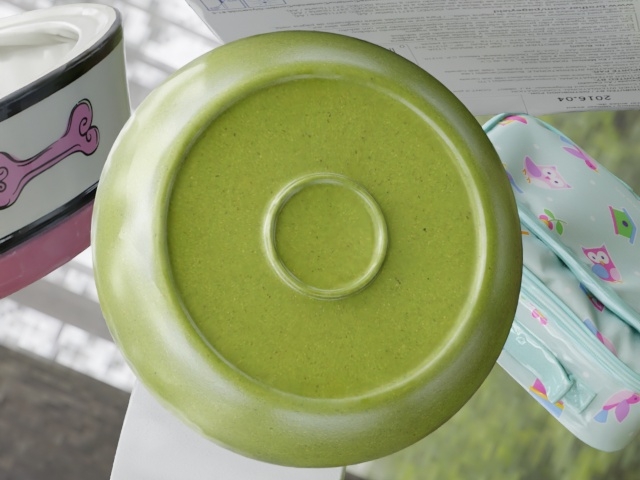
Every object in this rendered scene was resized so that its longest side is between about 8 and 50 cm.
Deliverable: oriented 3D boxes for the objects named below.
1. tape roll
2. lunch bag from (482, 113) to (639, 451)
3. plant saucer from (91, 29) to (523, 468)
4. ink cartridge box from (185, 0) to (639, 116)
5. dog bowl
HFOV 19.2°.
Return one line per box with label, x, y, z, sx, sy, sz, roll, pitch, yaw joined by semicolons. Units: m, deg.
tape roll;-0.067;0.184;1.498;0.246;0.169;0.246;13;-90;-88
lunch bag;0.201;0.031;1.547;0.108;0.279;0.224;-54;-11;34
plant saucer;0.000;0.000;1.011;0.241;0.241;0.037;-68;9;-15
ink cartridge box;0.074;-0.178;1.162;0.395;0.270;0.151;48;-138;-70
dog bowl;-0.329;-0.049;1.541;0.408;0.408;0.150;-83;-26;-70
